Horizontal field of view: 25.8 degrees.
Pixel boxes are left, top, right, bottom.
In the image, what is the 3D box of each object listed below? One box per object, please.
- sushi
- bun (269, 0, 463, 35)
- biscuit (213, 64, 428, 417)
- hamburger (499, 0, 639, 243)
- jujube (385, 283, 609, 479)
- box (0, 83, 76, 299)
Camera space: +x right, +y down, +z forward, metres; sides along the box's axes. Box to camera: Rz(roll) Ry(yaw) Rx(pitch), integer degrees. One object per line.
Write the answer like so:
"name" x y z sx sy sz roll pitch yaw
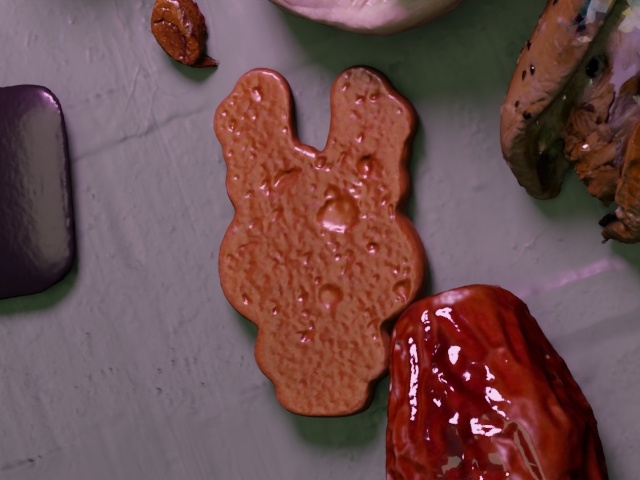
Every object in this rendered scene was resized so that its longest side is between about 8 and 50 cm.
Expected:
"sushi" -0.135 -0.209 1.341 0.050 0.047 0.099 -7 109 27
"bun" 0.041 -0.282 1.250 0.237 0.116 0.210 32 93 14
"biscuit" 0.000 0.000 1.317 0.202 0.047 0.334 -3 90 16
"hamburger" 0.261 -0.143 1.175 0.167 0.192 0.288 32 101 21
"jujube" 0.147 0.186 1.222 0.197 0.197 0.290 -17 75 15
"box" -0.338 -0.044 1.406 0.201 0.042 0.212 -5 93 15
